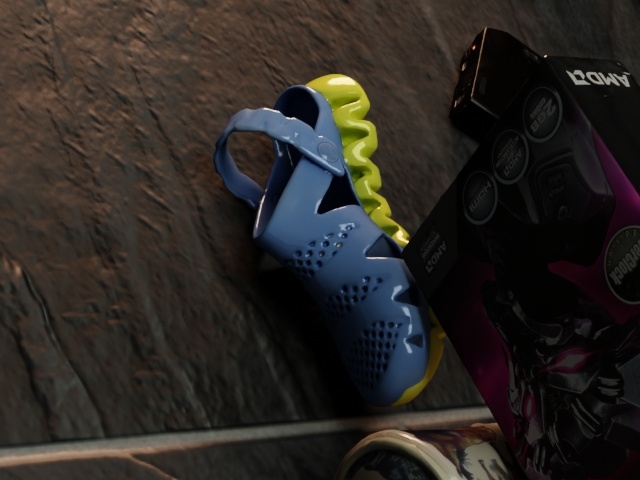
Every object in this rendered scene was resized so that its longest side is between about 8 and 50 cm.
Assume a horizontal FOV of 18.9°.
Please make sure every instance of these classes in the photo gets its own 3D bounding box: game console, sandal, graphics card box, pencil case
[{"bbox_3d":[0.210,-0.037,1.864,0.213,0.044,0.361,33,45,-19],"label":"game console"},{"bbox_3d":[0.000,0.000,1.604,0.138,0.126,0.317,0,53,-37],"label":"sandal"},{"bbox_3d":[0.221,0.071,1.413,0.094,0.233,0.371,0,49,-37],"label":"graphics card box"},{"bbox_3d":[0.195,0.209,1.565,0.410,0.183,0.160,-5,80,-42],"label":"pencil case"}]
